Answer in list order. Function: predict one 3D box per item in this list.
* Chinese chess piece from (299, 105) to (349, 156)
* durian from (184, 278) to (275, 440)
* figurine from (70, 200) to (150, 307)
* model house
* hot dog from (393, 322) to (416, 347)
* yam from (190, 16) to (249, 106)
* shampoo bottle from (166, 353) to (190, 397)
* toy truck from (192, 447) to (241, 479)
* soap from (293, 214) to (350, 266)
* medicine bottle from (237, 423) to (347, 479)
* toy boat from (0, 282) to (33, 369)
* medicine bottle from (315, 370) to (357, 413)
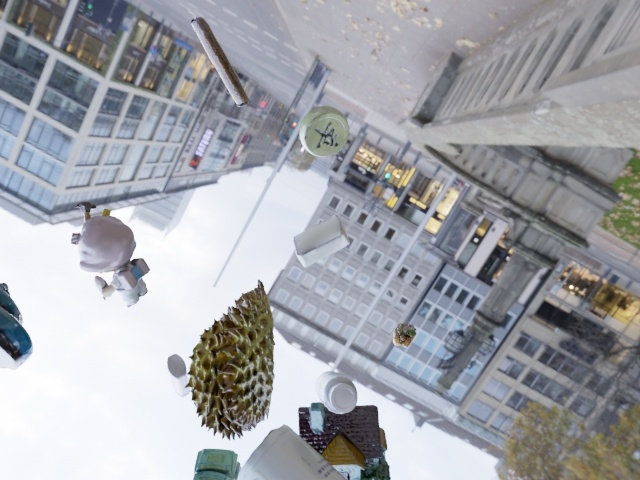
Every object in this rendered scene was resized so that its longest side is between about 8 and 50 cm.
[{"bbox_3d":[0.015,-0.403,1.666,0.188,0.189,0.083,22,-156,-33],"label":"Chinese chess piece"},{"bbox_3d":[-0.116,0.191,0.704,0.144,0.253,0.139,-6,178,22],"label":"durian"},{"bbox_3d":[-0.417,0.031,0.900,0.111,0.229,0.137,1,-146,32],"label":"figurine"},{"bbox_3d":[0.075,0.623,1.404,0.280,0.249,0.230,-4,-154,0],"label":"model house"},{"bbox_3d":[0.207,0.224,1.099,0.056,0.041,0.133,7,-171,13],"label":"hot dog"},{"bbox_3d":[-0.273,-0.488,1.238,0.046,0.046,0.264,40,165,44],"label":"yam"},{"bbox_3d":[-0.479,0.461,1.519,0.055,0.228,0.086,-21,-118,-25],"label":"shampoo bottle"},{"bbox_3d":[-0.357,0.832,1.468,0.154,0.156,0.279,4,-130,1],"label":"toy truck"},{"bbox_3d":[0.000,0.000,1.557,0.064,0.183,0.122,55,-168,-40],"label":"soap"},{"bbox_3d":[-0.026,0.637,1.101,0.332,0.190,0.189,33,-169,27],"label":"medicine bottle"},{"bbox_3d":[-0.466,0.063,0.557,0.298,0.134,0.092,14,-136,14],"label":"toy boat"},{"bbox_3d":[0.043,0.406,1.204,0.095,0.095,0.260,29,165,-2],"label":"medicine bottle"}]
